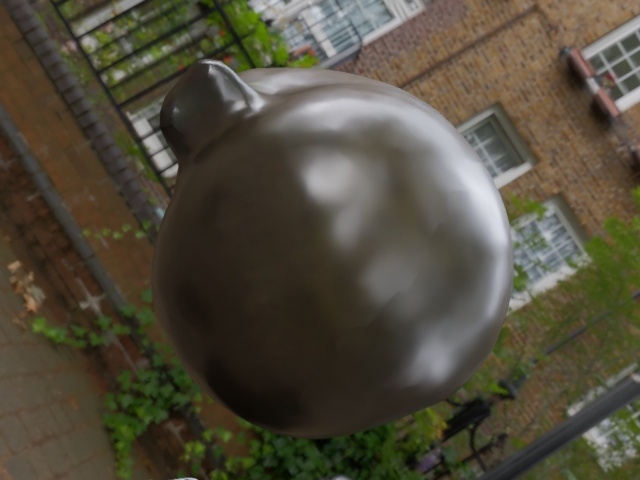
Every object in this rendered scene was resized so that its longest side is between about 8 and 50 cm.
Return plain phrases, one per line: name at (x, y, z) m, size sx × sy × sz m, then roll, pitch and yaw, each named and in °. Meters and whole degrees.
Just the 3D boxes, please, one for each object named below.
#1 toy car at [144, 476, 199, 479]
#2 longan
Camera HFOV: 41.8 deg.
toy car at (-0.156, 0.366, 0.611) m, size 0.242 × 0.226 × 0.335 m, roll 22°, pitch 44°, yaw -63°
longan at (0.000, 0.000, 0.587) m, size 0.300 × 0.243 × 0.300 m, roll 47°, pitch 9°, yaw -10°
